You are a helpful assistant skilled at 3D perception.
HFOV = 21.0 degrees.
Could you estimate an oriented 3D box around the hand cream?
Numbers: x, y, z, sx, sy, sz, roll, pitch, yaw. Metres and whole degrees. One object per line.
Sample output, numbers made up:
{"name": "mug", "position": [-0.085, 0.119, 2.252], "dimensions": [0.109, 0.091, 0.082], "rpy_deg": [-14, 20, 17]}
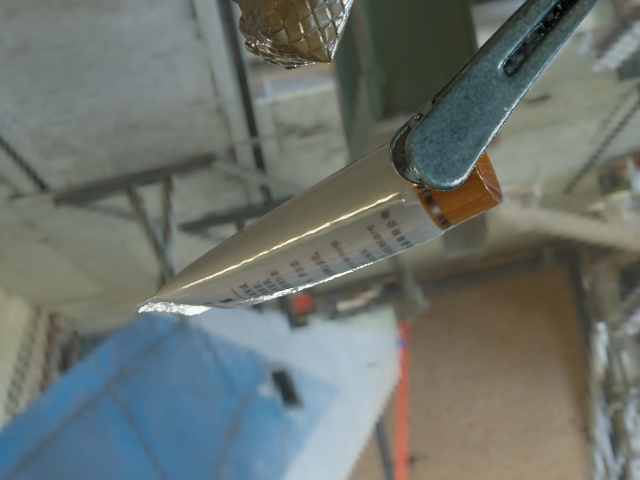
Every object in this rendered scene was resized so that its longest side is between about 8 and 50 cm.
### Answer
{"name": "hand cream", "position": [0.000, 0.000, 1.460], "dimensions": [0.314, 0.089, 0.140], "rpy_deg": [-27, 168, 12]}

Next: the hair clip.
{"name": "hair clip", "position": [0.120, -0.119, 0.884], "dimensions": [0.229, 0.039, 0.070], "rpy_deg": [-50, -174, -1]}

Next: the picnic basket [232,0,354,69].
{"name": "picnic basket", "position": [-0.038, -0.270, 1.995], "dimensions": [0.128, 0.137, 0.178], "rpy_deg": [20, 177, -25]}
